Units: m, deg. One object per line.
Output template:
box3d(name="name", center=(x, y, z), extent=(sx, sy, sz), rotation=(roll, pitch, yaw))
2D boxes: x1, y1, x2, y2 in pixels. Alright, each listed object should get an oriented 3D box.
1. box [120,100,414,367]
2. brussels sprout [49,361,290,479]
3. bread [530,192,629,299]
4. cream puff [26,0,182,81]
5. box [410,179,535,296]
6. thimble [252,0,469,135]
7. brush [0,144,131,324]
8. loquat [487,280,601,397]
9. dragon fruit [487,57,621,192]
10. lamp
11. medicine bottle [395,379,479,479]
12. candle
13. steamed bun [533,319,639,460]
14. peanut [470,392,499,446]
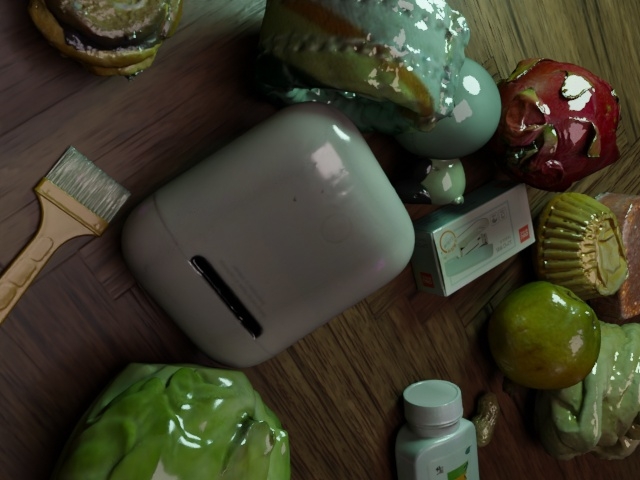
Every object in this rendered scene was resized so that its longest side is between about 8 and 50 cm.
box3d(name="box", center=(-0.063, 0.001, 0.864), extent=(0.349, 0.141, 0.288), rotation=(-32, 118, 5))
box3d(name="brussels sprout", center=(-0.199, 0.317, 0.820), extent=(0.328, 0.247, 0.328), rotation=(-2, 93, -50))
box3d(name="bread", center=(0.541, 0.015, 1.353), extent=(0.240, 0.139, 0.240), rotation=(-3, 95, -35))
box3d(name="cream puff", center=(-0.252, -0.284, 0.760), extent=(0.189, 0.129, 0.189), rotation=(0, 91, -24))
box3d(name="box", center=(0.285, -0.013, 1.205), extent=(0.269, 0.079, 0.135), rotation=(-26, 111, -29))
box3d(name="thimble", center=(0.052, -0.248, 0.882), extent=(0.254, 0.288, 0.167), rotation=(12, 92, -65))
box3d(name="brush", center=(-0.355, 0.017, 0.802), extent=(0.103, 0.013, 0.272), rotation=(43, 73, -31))
box3d(name="loquat", center=(0.430, 0.205, 1.273), extent=(0.213, 0.213, 0.246), rotation=(14, 112, -36))
box3d(name="dragon fruit", center=(0.419, -0.208, 1.164), extent=(0.315, 0.250, 0.250), rotation=(5, 94, -57))
box3d(name="lamp", center=(0.200, -0.184, 1.068), extent=(0.198, 0.198, 0.243), rotation=(-8, 116, -34))
box3d(name="medicine bottle", center=(0.221, 0.418, 1.203), extent=(0.161, 0.111, 0.296), rotation=(-14, 103, -33))
box3d(name="candle", center=(0.729, 0.050, 1.499), extent=(0.317, 0.131, 0.287), rotation=(37, 78, -32))
box3d(name="steamed bun", center=(0.648, 0.339, 1.425), extent=(0.372, 0.230, 0.324), rotation=(8, 95, -38))
box3d(name="peanut", center=(0.334, 0.365, 1.312), extent=(0.054, 0.054, 0.113), rotation=(26, 79, -35))
